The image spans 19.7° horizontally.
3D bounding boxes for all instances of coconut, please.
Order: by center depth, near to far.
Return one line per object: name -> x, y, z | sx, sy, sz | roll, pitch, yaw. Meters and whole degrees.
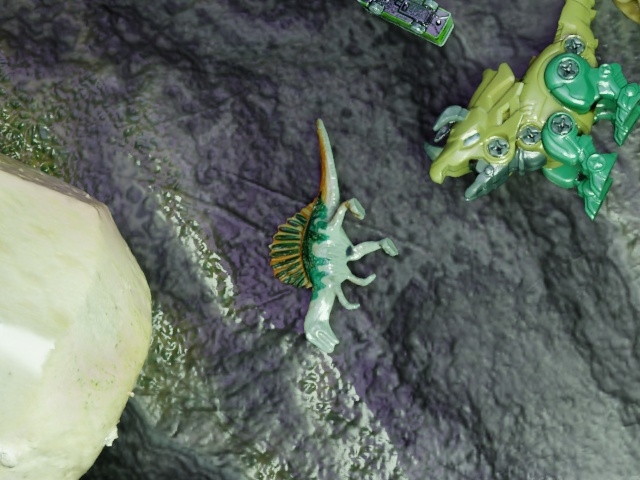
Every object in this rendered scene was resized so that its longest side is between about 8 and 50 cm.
coconut -> -0.333, 0.065, 1.520 | 0.353, 0.352, 0.352 | -2, 78, 11

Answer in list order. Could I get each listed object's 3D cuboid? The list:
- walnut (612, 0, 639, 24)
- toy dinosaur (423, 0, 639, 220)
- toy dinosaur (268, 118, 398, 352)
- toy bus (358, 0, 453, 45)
walnut -> 0.334, -0.292, 1.481 | 0.227, 0.283, 0.283 | 38, 88, 32
toy dinosaur -> 0.209, -0.129, 1.560 | 0.153, 0.094, 0.259 | 32, 78, 12
toy dinosaur -> -0.002, -0.001, 1.600 | 0.106, 0.044, 0.187 | -34, 74, 19
toy bus -> 0.075, -0.203, 1.625 | 0.083, 0.037, 0.031 | 28, 86, 17
